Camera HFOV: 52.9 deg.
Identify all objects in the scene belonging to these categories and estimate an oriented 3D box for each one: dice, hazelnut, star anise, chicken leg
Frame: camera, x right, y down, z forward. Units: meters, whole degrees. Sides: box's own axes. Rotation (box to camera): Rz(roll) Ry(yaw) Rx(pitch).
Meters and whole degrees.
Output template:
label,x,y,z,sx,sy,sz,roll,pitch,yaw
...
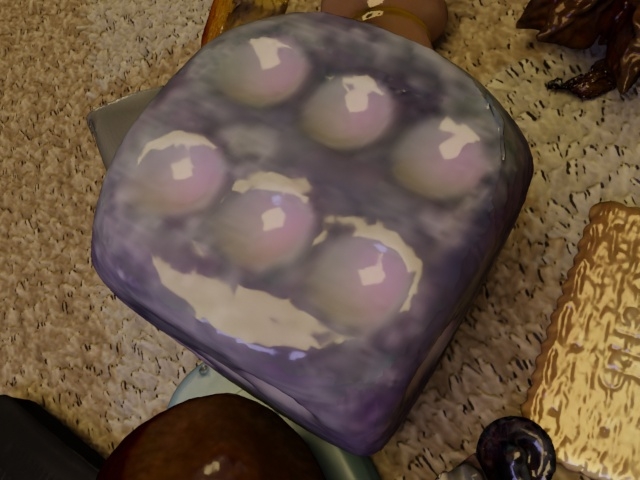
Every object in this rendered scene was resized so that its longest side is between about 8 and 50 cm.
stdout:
label,x,y,z,sx,sy,sz,roll,pitch,yaw
dice,0.000,0.000,0.549,0.270,0.271,0.270,29,72,16
hazelnut,-0.073,0.222,0.512,0.160,0.170,0.201,-40,68,9
star anise,0.298,-0.226,0.630,0.196,0.111,0.212,-8,63,12
chicken leg,0.282,-0.167,0.671,0.083,0.021,0.036,-20,71,11

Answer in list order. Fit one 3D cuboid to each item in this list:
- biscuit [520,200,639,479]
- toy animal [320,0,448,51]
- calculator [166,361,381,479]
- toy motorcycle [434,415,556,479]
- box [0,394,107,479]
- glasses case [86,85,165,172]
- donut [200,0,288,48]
label,x,y,z,sx,sy,sz,roll,pitch,yaw
biscuit,0.283,0.092,0.564,0.160,0.030,0.249,17,78,28
toy animal,0.061,-0.213,0.719,0.165,0.149,0.248,-1,81,7
calculator,-0.044,0.243,0.622,0.188,0.042,0.302,-35,64,-4
toy motorcycle,0.123,0.247,0.534,0.212,0.084,0.118,-40,69,2
box,-0.336,0.346,0.695,0.290,0.073,0.288,22,81,33
glasses case,-0.185,-0.063,0.793,0.128,0.083,0.308,-31,61,2
donut,-0.095,-0.205,0.777,0.152,0.101,0.259,-51,43,48
